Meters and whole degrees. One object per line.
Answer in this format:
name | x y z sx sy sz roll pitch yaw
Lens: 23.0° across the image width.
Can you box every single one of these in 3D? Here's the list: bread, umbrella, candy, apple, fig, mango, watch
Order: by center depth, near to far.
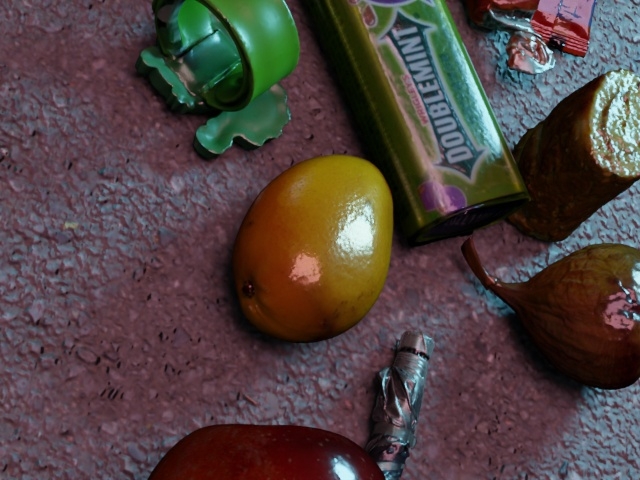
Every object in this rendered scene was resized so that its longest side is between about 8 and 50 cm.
apple | -0.046 0.248 1.275 0.218 0.218 0.201 10 83 -20
umbrella | 0.067 0.168 1.453 0.050 0.046 0.188 51 49 -45
mango | 0.000 0.000 1.462 0.145 0.112 0.219 36 48 -7
watch | -0.077 -0.178 1.470 0.131 0.152 0.165 -37 86 -34
fig | 0.229 0.066 1.541 0.201 0.134 0.146 10 35 2
bread | 0.260 -0.084 1.568 0.103 0.172 0.132 25 61 -13
candy | 0.184 -0.307 1.687 0.086 0.059 0.292 -8 72 -18

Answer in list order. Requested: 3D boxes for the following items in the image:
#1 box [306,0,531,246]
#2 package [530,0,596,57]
box | 0.086 -0.170 1.568 0.134 0.097 0.346 -15 77 -29
package | 0.275 -0.303 1.726 0.083 0.022 0.200 18 77 -5
